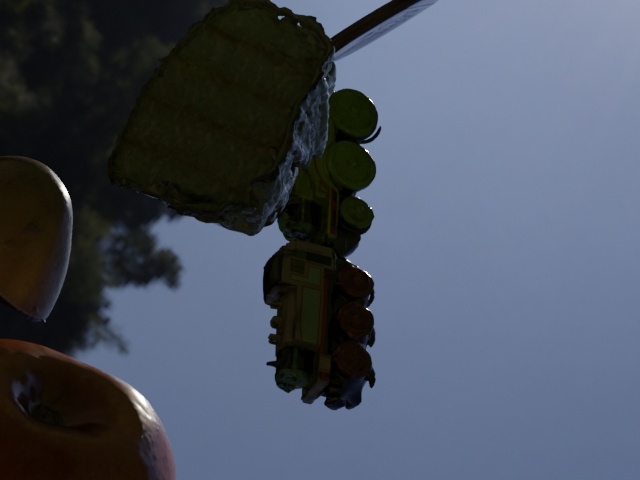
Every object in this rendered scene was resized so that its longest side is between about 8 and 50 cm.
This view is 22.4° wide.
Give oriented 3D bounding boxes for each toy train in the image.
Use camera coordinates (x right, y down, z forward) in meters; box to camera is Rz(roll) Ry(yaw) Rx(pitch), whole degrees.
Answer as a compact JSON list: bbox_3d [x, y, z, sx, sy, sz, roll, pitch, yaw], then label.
[{"bbox_3d":[0.000,0.000,1.125,0.053,0.085,0.250,132,-35,-53],"label":"toy train"}]

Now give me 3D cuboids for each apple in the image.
[{"bbox_3d":[-0.254,0.204,1.368,0.206,0.271,0.251,-63,-170,14],"label":"apple"}]

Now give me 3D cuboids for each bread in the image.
[{"bbox_3d":[-0.055,-0.052,0.941,0.103,0.110,0.156,28,-120,10],"label":"bread"}]

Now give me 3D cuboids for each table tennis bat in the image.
[{"bbox_3d":[0.041,-0.209,1.111,0.170,0.119,0.107,-30,-179,22],"label":"table tennis bat"}]

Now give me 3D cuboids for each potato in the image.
[{"bbox_3d":[-0.310,-0.022,1.657,0.117,0.182,0.202,-43,-155,4],"label":"potato"}]
